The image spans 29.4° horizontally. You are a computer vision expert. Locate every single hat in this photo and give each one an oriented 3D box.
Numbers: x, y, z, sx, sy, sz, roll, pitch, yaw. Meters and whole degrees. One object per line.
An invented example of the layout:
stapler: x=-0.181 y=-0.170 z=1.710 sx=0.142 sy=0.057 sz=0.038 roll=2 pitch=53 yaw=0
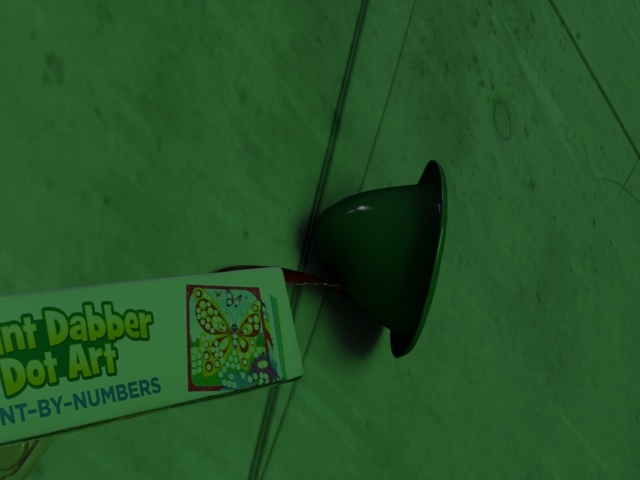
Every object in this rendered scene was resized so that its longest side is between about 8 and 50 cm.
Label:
hat: x=0.000 y=0.000 z=1.032 sx=0.208 sy=0.184 sz=0.173 roll=116 pitch=-18 yaw=-72

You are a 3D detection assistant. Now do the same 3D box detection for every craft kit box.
craft kit box: x=-0.179 y=0.063 z=0.486 sx=0.247 sy=0.250 sz=0.061 roll=-9 pitch=86 yaw=-55

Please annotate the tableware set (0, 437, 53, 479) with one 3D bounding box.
tableware set: x=-0.212 y=0.081 z=0.664 sx=0.141 sy=0.020 sz=0.168 roll=-35 pitch=110 yaw=-56
